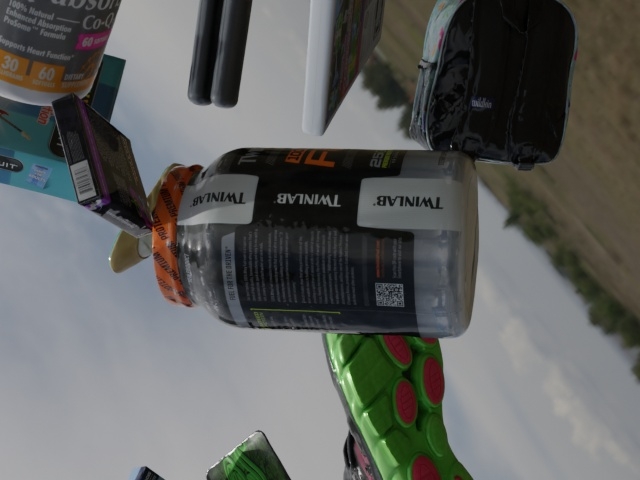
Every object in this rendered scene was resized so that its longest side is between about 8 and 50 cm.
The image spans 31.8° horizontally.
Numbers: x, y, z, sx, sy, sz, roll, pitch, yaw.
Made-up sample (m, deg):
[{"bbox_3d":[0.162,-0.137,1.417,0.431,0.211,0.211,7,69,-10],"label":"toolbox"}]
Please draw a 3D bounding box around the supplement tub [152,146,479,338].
[{"bbox_3d":[0.000,0.000,1.246,0.207,0.338,0.207,2,-90,-78],"label":"supplement tub"}]

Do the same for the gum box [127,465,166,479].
[{"bbox_3d":[-0.233,0.449,1.660,0.184,0.041,0.157,42,-128,-26],"label":"gum box"}]

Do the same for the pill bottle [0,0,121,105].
[{"bbox_3d":[-0.274,-0.291,1.144,0.162,0.278,0.162,19,-153,-11],"label":"pill bottle"}]

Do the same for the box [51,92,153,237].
[{"bbox_3d":[-0.225,-0.074,1.180,0.162,0.029,0.116,43,-152,-72],"label":"box"}]

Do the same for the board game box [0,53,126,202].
[{"bbox_3d":[-0.472,-0.204,1.631,0.336,0.079,0.253,14,-134,-11],"label":"board game box"}]

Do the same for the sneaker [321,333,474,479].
[{"bbox_3d":[0.087,0.276,1.576,0.185,0.202,0.482,-19,-87,-39],"label":"sneaker"}]

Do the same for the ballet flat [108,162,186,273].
[{"bbox_3d":[-0.281,-0.037,1.940,0.073,0.232,0.080,17,155,26],"label":"ballet flat"}]

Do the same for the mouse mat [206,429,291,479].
[{"bbox_3d":[-0.086,0.392,1.659,0.007,0.152,0.189,-9,-118,-51],"label":"mouse mat"}]

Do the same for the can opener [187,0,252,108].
[{"bbox_3d":[-0.118,-0.315,1.510,0.074,0.280,0.093,9,179,26],"label":"can opener"}]

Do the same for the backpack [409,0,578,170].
[{"bbox_3d":[0.251,-0.248,1.629,0.225,0.253,0.191,4,-160,-11],"label":"backpack"}]

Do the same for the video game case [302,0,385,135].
[{"bbox_3d":[0.027,-0.219,0.955,0.023,0.201,0.183,15,-139,11],"label":"video game case"}]
